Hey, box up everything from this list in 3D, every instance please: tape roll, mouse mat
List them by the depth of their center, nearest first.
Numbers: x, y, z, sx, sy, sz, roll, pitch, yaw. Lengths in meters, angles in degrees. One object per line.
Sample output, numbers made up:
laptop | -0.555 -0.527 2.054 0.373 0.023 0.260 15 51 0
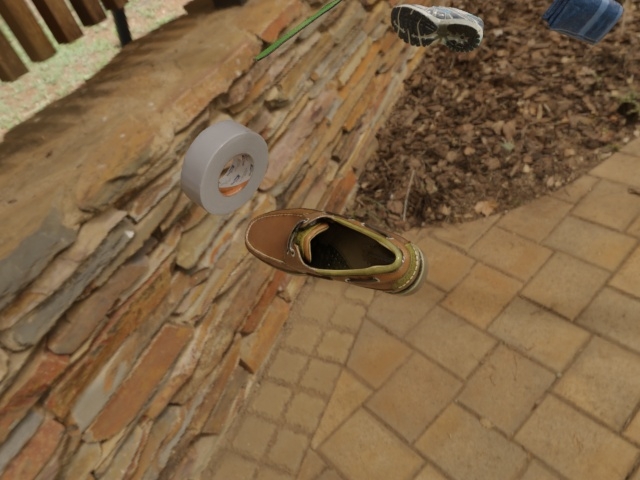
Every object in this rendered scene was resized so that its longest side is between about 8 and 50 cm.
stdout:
mouse mat | -0.046 -0.388 0.921 0.189 0.007 0.152 -34 23 3
tape roll | -0.224 -0.171 1.183 0.072 0.219 0.219 34 62 24

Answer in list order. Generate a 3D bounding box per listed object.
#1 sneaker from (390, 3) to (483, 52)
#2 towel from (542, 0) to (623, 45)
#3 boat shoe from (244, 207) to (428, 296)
sneaker | 0.349 -0.644 1.485 0.283 0.110 0.122 23 54 13
towel | 0.395 -0.336 0.743 0.119 0.067 0.029 4 51 -28
boat shoe | 0.000 0.000 0.722 0.307 0.104 0.111 8 80 31
